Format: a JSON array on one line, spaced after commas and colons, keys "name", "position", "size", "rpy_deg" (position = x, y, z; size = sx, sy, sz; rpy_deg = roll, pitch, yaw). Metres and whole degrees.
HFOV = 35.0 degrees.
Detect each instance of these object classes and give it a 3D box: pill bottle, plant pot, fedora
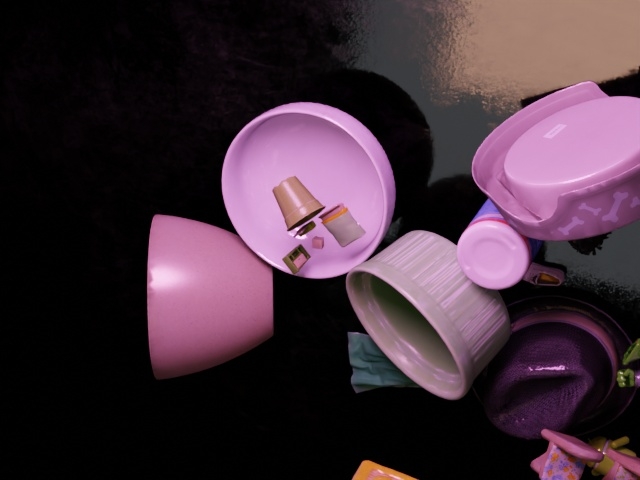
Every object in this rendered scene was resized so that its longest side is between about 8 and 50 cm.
[{"name": "pill bottle", "position": [0.323, -0.015, 1.749], "size": [0.124, 0.221, 0.124], "rpy_deg": [11, 119, 21]}, {"name": "plant pot", "position": [-0.045, -0.071, 1.826], "size": [0.083, 0.083, 0.079], "rpy_deg": [-36, 83, 34]}, {"name": "fedora", "position": [0.417, 0.268, 1.885], "size": [0.334, 0.152, 0.334], "rpy_deg": [11, 119, 21]}]

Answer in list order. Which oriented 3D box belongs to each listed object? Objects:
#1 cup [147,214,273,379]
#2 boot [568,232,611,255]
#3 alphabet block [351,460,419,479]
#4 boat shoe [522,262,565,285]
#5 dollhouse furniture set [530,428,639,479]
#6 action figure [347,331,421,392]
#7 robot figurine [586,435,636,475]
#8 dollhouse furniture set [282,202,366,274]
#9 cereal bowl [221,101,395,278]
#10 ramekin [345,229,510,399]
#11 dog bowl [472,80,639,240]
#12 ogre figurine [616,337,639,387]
[{"name": "cup", "position": [-0.213, 0.113, 2.046], "size": [0.236, 0.331, 0.331], "rpy_deg": [0, 117, -3]}, {"name": "boot", "position": [0.463, -0.039, 1.780], "size": [0.121, 0.045, 0.099], "rpy_deg": [42, 128, 1]}, {"name": "alphabet block", "position": [0.133, 0.628, 2.180], "size": [0.193, 0.192, 0.197], "rpy_deg": [17, 121, 15]}, {"name": "boat shoe", "position": [0.397, 0.065, 1.866], "size": [0.100, 0.035, 0.035], "rpy_deg": [12, 119, 20]}, {"name": "dollhouse furniture set", "position": [0.539, 0.570, 1.733], "size": [0.394, 0.256, 0.362], "rpy_deg": [18, 90, -10]}, {"name": "action figure", "position": [0.171, 0.250, 2.050], "size": [0.232, 0.063, 0.137], "rpy_deg": [1, 113, 30]}, {"name": "robot figurine", "position": [0.557, 0.420, 1.944], "size": [0.115, 0.067, 0.101], "rpy_deg": [27, 131, 12]}, {"name": "dollhouse furniture set", "position": [0.000, 0.000, 1.843], "size": [0.151, 0.058, 0.076], "rpy_deg": [-32, 98, 34]}, {"name": "cereal bowl", "position": [-0.008, -0.106, 1.914], "size": [0.339, 0.141, 0.339], "rpy_deg": [11, 119, 21]}, {"name": "ramekin", "position": [0.201, 0.127, 1.847], "size": [0.303, 0.148, 0.303], "rpy_deg": [43, 159, 21]}, {"name": "dog bowl", "position": [0.417, -0.128, 1.590], "size": [0.348, 0.349, 0.102], "rpy_deg": [-12, 120, 30]}, {"name": "ogre figurine", "position": [0.612, 0.186, 1.780], "size": [0.118, 0.097, 0.197], "rpy_deg": [27, 79, 6]}]
